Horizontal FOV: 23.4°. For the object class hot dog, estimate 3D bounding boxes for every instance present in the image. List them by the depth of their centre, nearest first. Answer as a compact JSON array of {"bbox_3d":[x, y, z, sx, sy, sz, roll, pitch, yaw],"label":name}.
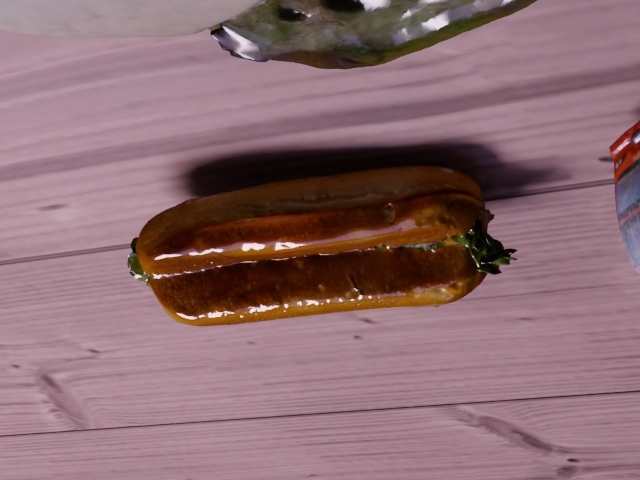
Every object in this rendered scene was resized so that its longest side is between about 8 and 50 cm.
[{"bbox_3d":[0.000,0.000,0.731,0.188,0.055,0.072,-6,122,14],"label":"hot dog"}]

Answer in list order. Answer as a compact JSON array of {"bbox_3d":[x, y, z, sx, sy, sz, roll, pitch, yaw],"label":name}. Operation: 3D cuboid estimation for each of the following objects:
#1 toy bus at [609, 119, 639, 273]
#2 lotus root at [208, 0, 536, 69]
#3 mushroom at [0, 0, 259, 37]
[{"bbox_3d":[0.216,-0.001,0.653,0.192,0.077,0.065,16,149,-20],"label":"toy bus"},{"bbox_3d":[0.003,-0.109,0.496,0.204,0.078,0.183,-14,146,39],"label":"lotus root"},{"bbox_3d":[-0.034,-0.168,0.233,0.128,0.128,0.350,11,128,-8],"label":"mushroom"}]
